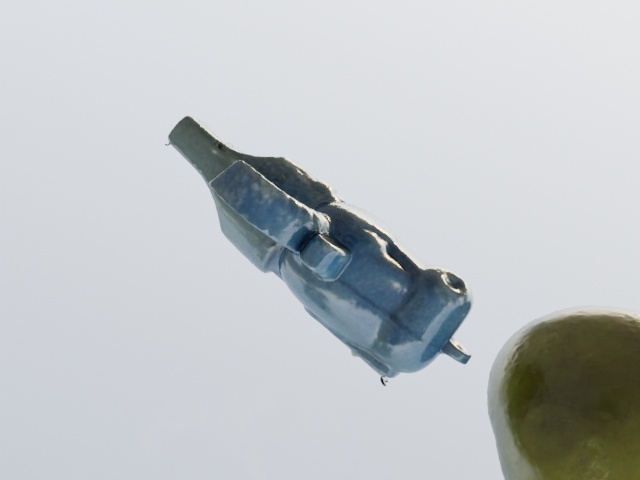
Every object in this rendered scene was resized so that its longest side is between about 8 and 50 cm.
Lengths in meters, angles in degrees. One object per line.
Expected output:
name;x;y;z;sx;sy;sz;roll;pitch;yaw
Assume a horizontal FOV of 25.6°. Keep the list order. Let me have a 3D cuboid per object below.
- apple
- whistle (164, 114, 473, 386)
apple;0.211;0.141;1.015;0.157;0.196;0.196;-24;-144;26
whistle;0.000;0.000;0.996;0.269;0.180;0.093;41;-80;9
